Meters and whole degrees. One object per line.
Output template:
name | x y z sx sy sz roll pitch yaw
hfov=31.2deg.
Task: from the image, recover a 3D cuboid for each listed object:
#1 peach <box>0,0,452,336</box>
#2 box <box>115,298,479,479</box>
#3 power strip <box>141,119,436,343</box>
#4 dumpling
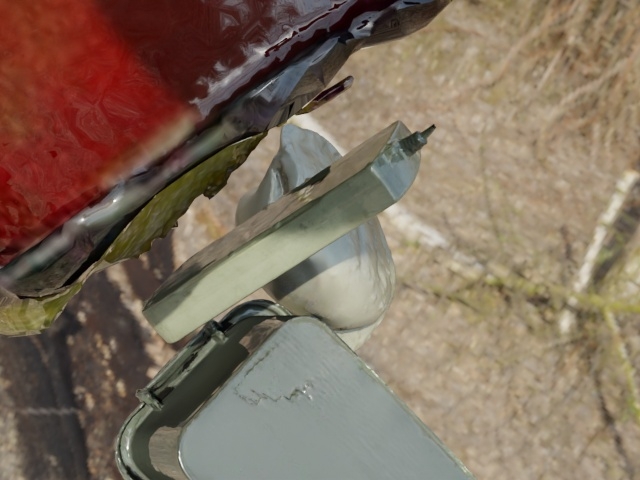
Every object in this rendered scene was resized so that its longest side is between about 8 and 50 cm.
peach | -0.080 -0.154 0.544 0.353 0.417 0.339 10 -1 1
box | -0.003 0.157 0.743 0.243 0.135 0.163 47 72 -5
power strip | -0.019 -0.006 0.684 0.029 0.226 0.080 52 28 -11
dumpling | 0.001 0.001 0.851 0.176 0.092 0.150 57 31 -7
